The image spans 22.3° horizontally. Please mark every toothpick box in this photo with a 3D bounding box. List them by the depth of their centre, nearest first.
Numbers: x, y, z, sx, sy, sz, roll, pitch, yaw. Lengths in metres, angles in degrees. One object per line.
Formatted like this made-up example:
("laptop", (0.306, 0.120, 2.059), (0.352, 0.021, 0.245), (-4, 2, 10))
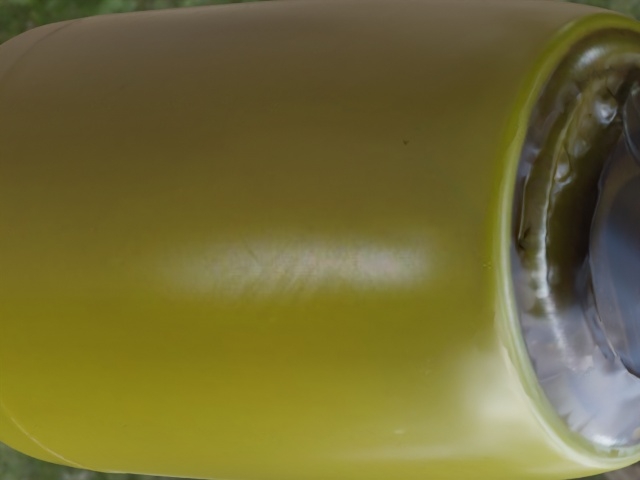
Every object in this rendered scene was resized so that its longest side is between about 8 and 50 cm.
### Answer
("toothpick box", (0.000, 0.000, 0.560), (0.271, 0.175, 0.175), (-1, -150, 41))
